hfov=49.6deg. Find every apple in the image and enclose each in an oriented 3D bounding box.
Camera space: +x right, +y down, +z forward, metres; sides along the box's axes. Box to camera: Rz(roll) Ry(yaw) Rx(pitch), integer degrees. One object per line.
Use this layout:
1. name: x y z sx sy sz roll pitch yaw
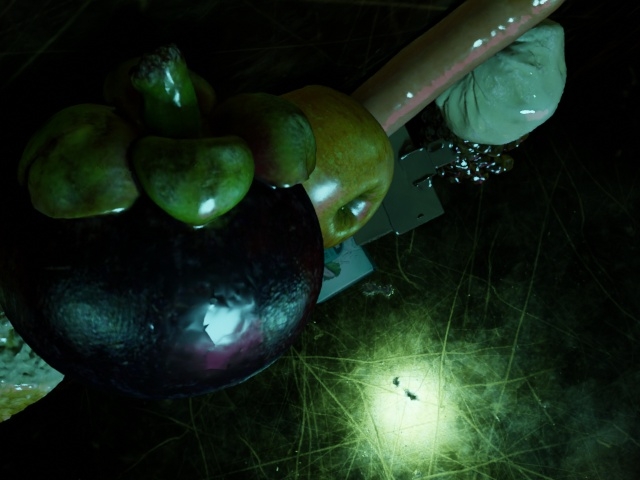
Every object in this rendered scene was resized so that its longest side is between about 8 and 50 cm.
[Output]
1. apple: -0.023 -0.101 0.929 0.237 0.207 0.237 -40 160 -17

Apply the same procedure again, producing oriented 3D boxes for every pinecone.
1. pinecone: 0.324 -0.226 1.477 0.202 0.229 0.201 -68 153 -24

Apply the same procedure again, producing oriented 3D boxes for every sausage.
1. sausage: 0.162 -0.250 0.994 0.419 0.094 0.094 -36 -177 26

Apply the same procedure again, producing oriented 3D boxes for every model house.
1. model house: 0.158 -0.130 1.372 0.243 0.211 0.204 -25 -178 17

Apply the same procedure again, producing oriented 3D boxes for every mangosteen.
1. mangosteen: -0.145 -0.013 0.625 0.300 0.300 0.300 -31 174 -3

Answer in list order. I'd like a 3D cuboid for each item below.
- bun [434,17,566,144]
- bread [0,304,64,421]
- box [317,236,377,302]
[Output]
1. bun: 0.263 -0.260 1.069 0.133 0.231 0.231 21 140 -33
2. bread: -0.419 0.124 0.781 0.246 0.176 0.195 -31 163 31
3. box: 0.000 0.000 1.553 0.153 0.245 0.092 -33 173 9
